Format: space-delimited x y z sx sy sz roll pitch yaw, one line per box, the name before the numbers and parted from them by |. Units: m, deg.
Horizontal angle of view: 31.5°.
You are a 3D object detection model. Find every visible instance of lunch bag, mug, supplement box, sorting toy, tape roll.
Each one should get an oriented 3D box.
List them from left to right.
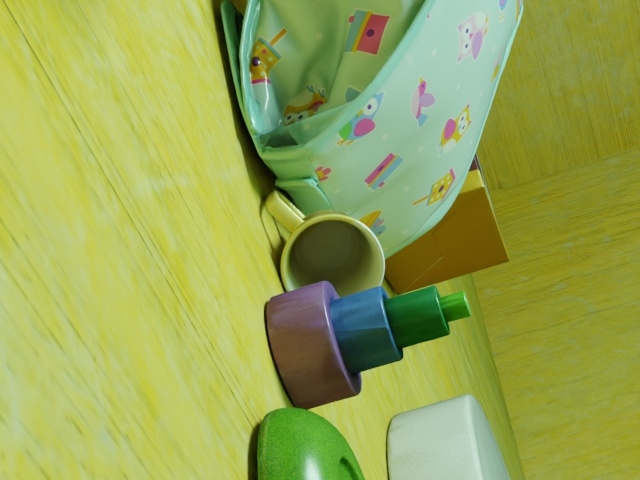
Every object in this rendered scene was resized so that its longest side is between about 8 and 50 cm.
mug | 0.004 0.001 0.702 0.064 0.062 0.078 -103 180 -76
lunch bag | 0.037 -0.128 0.801 0.262 0.160 0.223 -67 160 -14
supplement box | 0.097 -0.079 1.178 0.191 0.129 0.194 54 20 -62
sorting toy | 0.049 0.139 0.499 0.365 0.126 0.127 -95 164 -51
tape roll | 0.146 0.318 0.912 0.392 0.072 0.392 -18 90 -81
